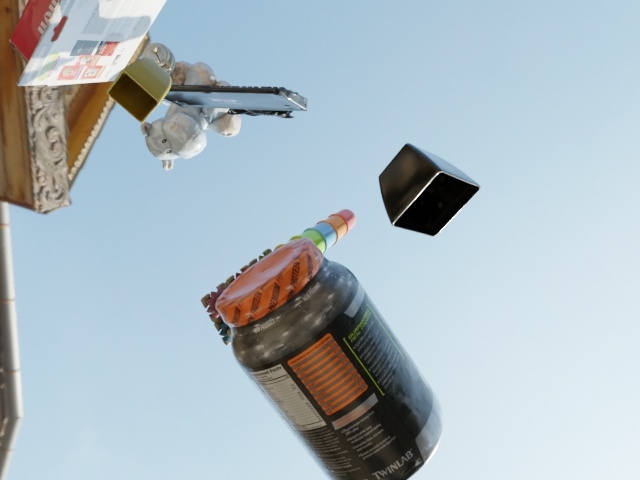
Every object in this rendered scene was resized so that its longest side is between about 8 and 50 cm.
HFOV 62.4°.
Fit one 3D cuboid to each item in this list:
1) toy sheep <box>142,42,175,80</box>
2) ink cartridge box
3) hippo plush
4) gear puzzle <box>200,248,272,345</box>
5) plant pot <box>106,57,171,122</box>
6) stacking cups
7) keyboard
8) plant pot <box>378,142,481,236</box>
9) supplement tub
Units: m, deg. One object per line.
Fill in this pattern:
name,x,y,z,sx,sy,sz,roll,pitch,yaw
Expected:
toy sheep,-0.414,-0.460,1.356,0.091,0.132,0.091,2,-101,-12
ink cartridge box,-0.473,-0.466,1.056,0.130,0.272,0.309,49,-60,1
hippo plush,-0.388,-0.340,1.439,0.294,0.236,0.234,2,-51,29
gear puzzle,-0.146,0.127,1.407,0.044,0.339,0.175,13,-47,47
plant pot,-0.321,-0.283,0.965,0.081,0.083,0.081,42,-41,-21
stacking cups,0.000,0.000,1.457,0.096,0.316,0.096,15,-62,30
keyboard,-0.172,-0.287,1.076,0.317,0.201,0.033,9,-89,23
plant pot,0.264,-0.144,1.380,0.187,0.188,0.167,-51,-133,28
supplement tub,0.013,0.177,0.765,0.207,0.207,0.338,-28,-76,24
